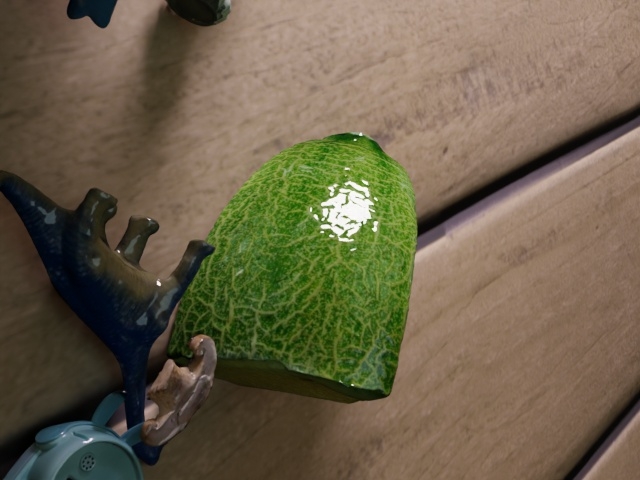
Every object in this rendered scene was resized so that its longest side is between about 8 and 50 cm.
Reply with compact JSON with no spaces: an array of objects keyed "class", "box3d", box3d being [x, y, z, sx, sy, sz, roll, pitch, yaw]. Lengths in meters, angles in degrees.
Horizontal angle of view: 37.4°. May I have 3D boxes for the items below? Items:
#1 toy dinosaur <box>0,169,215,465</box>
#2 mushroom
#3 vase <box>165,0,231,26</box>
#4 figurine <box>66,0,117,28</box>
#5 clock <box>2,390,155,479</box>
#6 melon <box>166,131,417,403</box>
[{"class":"toy dinosaur","box3d":[-0.178,0.058,0.719,0.247,0.075,0.188,32,73,-49]},{"class":"mushroom","box3d":[-0.110,0.119,0.747,0.049,0.019,0.101,50,53,-35]},{"class":"vase","box3d":[-0.089,-0.264,0.844,0.081,0.081,0.149,35,65,-42]},{"class":"figurine","box3d":[-0.120,-0.322,0.690,0.416,0.243,0.298,-16,103,-10]},{"class":"clock","box3d":[-0.177,0.184,0.711,0.108,0.045,0.147,49,56,-36]},{"class":"melon","box3d":[0.000,0.000,0.889,0.124,0.196,0.323,90,14,-54]}]
